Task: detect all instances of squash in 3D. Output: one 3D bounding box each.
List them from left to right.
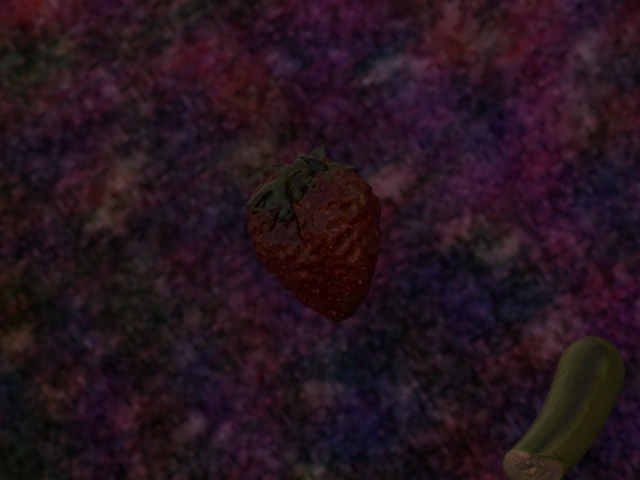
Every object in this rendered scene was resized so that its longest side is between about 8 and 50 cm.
[{"bbox_3d":[0.290,0.198,1.894,0.083,0.083,0.250,-13,24,37],"label":"squash"}]

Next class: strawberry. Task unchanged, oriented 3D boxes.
[{"bbox_3d":[0.004,-0.005,1.483,0.131,0.148,0.131,-34,23,17],"label":"strawberry"}]
